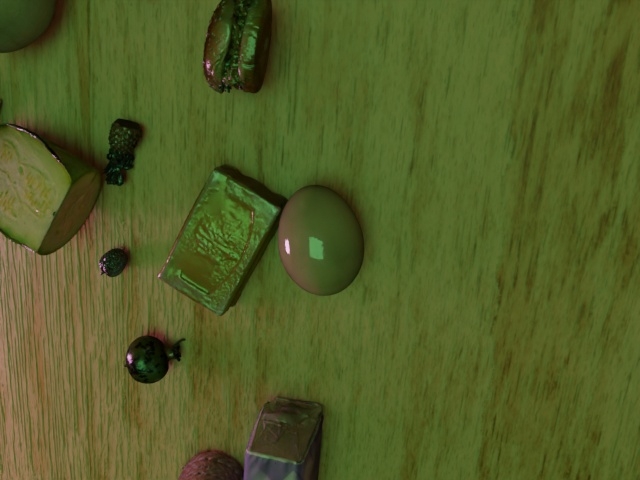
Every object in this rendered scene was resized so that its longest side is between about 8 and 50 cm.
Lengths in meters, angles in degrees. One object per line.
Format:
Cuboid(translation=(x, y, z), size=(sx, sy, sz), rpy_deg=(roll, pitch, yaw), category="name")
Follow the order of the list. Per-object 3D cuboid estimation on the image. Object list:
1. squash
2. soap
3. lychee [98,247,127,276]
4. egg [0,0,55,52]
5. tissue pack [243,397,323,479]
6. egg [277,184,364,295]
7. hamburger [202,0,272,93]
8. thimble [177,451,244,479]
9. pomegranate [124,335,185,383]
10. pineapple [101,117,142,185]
Cuboid(translation=(-0.695, -0.146, 1.270), size=(0.309, 0.210, 0.234), rpy_deg=(31, 101, -4), category="squash")
Cuboid(translation=(-0.227, 0.000, 1.284), size=(0.199, 0.091, 0.315), rpy_deg=(32, 108, 0), category="soap")
Cuboid(translation=(-0.514, 0.055, 1.361), size=(0.083, 0.068, 0.067), rpy_deg=(-41, 52, 1), category="lychee")
Cuboid(translation=(-0.680, -0.515, 1.179), size=(0.253, 0.186, 0.186), rpy_deg=(-41, 94, 13), category="egg")
Cuboid(translation=(-0.095, 0.586, 1.332), size=(0.160, 0.242, 0.338), rpy_deg=(7, 105, 9), category="tissue pack")
Cuboid(translation=(0.000, 0.000, 1.190), size=(0.186, 0.186, 0.242), rpy_deg=(-9, 94, 13), category="egg")
Cuboid(translation=(-0.162, -0.405, 1.110), size=(0.122, 0.189, 0.215), rpy_deg=(13, 118, -1), category="hamburger")
Cuboid(translation=(-0.288, 0.688, 1.447), size=(0.196, 0.148, 0.229), rpy_deg=(-19, 103, 12), category="thimble")
Cuboid(translation=(-0.415, 0.295, 1.390), size=(0.161, 0.122, 0.122), rpy_deg=(-17, 102, -16), category="pomegranate")
Cuboid(translation=(-0.470, -0.203, 1.288), size=(0.074, 0.074, 0.159), rpy_deg=(26, 115, 3), category="pineapple")
